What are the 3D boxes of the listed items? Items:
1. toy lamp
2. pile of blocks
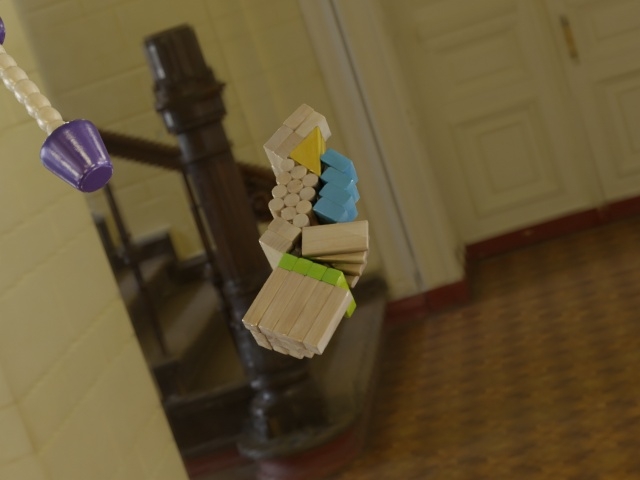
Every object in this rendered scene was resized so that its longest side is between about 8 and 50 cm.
[{"bbox_3d":[-0.343,-0.164,1.542,0.080,0.274,0.080,-33,-26,-18],"label":"toy lamp"},{"bbox_3d":[0.000,0.000,1.631,0.149,0.112,0.362,-4,58,13],"label":"pile of blocks"}]
